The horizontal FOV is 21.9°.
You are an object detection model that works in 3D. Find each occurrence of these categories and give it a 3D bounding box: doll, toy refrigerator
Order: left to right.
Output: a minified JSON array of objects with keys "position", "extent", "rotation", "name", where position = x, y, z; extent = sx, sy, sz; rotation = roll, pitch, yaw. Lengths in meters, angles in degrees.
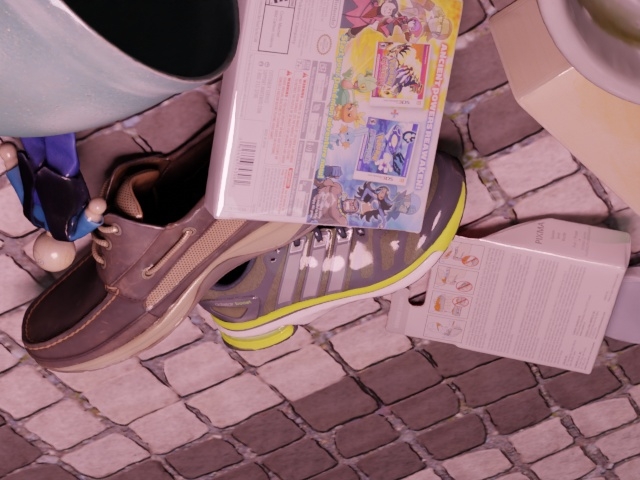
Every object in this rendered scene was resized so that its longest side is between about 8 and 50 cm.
[{"position":[-0.231,-0.057,1.397],"extent":[0.046,0.129,0.189],"rotation":[-33,135,-38],"name":"doll"},{"position":[0.267,-0.119,1.470],"extent":[0.094,0.102,0.269],"rotation":[-31,138,22],"name":"toy refrigerator"}]

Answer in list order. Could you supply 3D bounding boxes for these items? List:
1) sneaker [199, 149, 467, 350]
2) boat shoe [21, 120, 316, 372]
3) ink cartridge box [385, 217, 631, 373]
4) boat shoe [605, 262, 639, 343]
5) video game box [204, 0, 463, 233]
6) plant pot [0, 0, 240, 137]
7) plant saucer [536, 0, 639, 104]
[{"position":[0.000,0.000,1.542],"extent":[0.300,0.111,0.121],"rotation":[-31,135,18],"name":"sneaker"},{"position":[-0.143,-0.017,1.477],"extent":[0.355,0.132,0.130],"rotation":[-36,127,14],"name":"boat shoe"},{"position":[0.190,0.046,1.702],"extent":[0.224,0.056,0.181],"rotation":[13,140,5],"name":"ink cartridge box"},{"position":[0.396,0.045,1.722],"extent":[0.258,0.084,0.095],"rotation":[-7,121,30],"name":"boat shoe"},{"position":[0.010,-0.114,1.366],"extent":[0.187,0.048,0.205],"rotation":[5,106,-19],"name":"video game box"},{"position":[-0.220,-0.185,1.090],"extent":[0.196,0.293,0.293],"rotation":[-30,139,23],"name":"plant pot"},{"position":[0.338,-0.280,1.266],"extent":[0.400,0.100,0.400],"rotation":[-11,135,-11],"name":"plant saucer"}]
